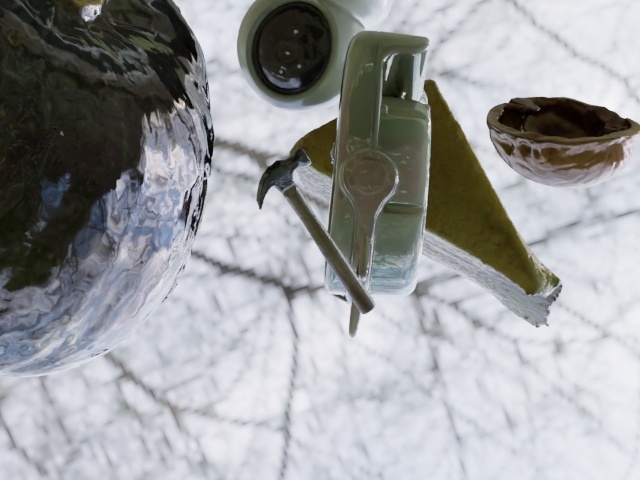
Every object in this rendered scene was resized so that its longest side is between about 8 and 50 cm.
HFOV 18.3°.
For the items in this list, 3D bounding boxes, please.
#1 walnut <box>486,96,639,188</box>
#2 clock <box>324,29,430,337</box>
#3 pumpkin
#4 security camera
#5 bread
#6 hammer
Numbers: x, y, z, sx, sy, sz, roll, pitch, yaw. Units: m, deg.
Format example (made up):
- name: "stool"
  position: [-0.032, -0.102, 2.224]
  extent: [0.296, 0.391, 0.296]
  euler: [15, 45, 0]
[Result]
- name: "walnut"
  position: [0.288, -0.108, 2.366]
  extent: [0.167, 0.087, 0.211]
  euler: [-8, -160, -26]
- name: "clock"
  position: [0.065, -0.054, 2.289]
  extent: [0.109, 0.265, 0.324]
  euler: [5, -124, -2]
- name: "pumpkin"
  position: [-0.294, -0.094, 1.616]
  extent: [0.344, 0.454, 0.454]
  euler: [-46, -166, 22]
- name: "security camera"
  position: [-0.017, -0.296, 2.833]
  extent: [0.194, 0.194, 0.236]
  euler: [16, -100, 55]
- name: "bread"
  position: [0.151, -0.008, 2.745]
  extent: [0.245, 0.361, 0.233]
  euler: [-28, 164, 0]
- name: "hammer"
  position: [0.000, 0.000, 1.809]
  extent: [0.062, 0.182, 0.017]
  euler: [-32, -151, 1]
